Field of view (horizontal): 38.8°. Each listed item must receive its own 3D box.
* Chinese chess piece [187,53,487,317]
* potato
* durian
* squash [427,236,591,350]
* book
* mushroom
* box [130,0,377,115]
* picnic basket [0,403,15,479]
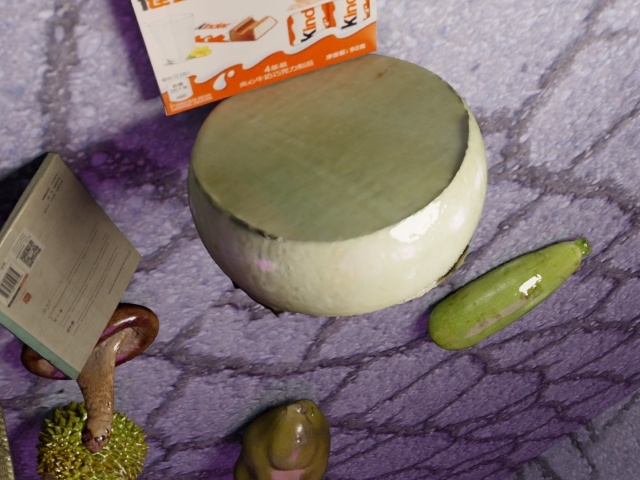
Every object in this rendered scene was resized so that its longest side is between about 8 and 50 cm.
[{"bbox_3d":[0.019,-0.071,1.070,0.349,0.349,0.146,-19,137,-6],"label":"Chinese chess piece"},{"bbox_3d":[-0.076,0.476,2.040,0.218,0.202,0.351,-17,144,-32],"label":"potato"},{"bbox_3d":[-0.419,0.388,1.675,0.200,0.177,0.237,26,160,5],"label":"durian"},{"bbox_3d":[0.380,0.106,1.831,0.370,0.118,0.118,-31,149,13],"label":"squash"},{"bbox_3d":[-0.339,0.043,1.197,0.025,0.215,0.283,15,155,20],"label":"book"},{"bbox_3d":[-0.343,0.221,1.431,0.226,0.218,0.148,-26,149,6],"label":"mushroom"},{"bbox_3d":[-0.070,-0.270,0.994,0.273,0.048,0.265,-18,150,-6],"label":"box"},{"bbox_3d":[-0.607,0.362,1.504,0.154,0.196,0.134,-18,150,-6],"label":"picnic basket"}]
